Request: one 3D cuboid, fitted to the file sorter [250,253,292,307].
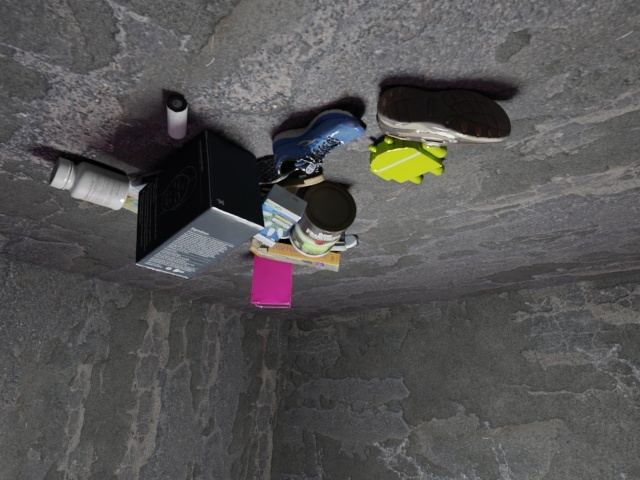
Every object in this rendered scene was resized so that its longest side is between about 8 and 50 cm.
[{"bbox_3d":[-0.251,0.209,2.364,0.202,0.291,0.182,2,162,-1],"label":"file sorter"}]

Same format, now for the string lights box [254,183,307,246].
[{"bbox_3d":[-0.170,-0.085,1.587,0.133,0.077,0.259,30,145,-15],"label":"string lights box"}]

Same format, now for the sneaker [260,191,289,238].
[{"bbox_3d":[-0.186,-0.096,1.773,0.127,0.126,0.321,-8,156,39],"label":"sneaker"}]

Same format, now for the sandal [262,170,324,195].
[{"bbox_3d":[-0.094,-0.179,1.568,0.239,0.088,0.079,-10,118,19],"label":"sandal"}]

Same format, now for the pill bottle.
[{"bbox_3d":[-0.805,-0.201,1.539,0.229,0.131,0.131,20,153,-40],"label":"pill bottle"}]

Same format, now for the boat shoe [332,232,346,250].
[{"bbox_3d":[0.000,0.000,2.064,0.302,0.091,0.114,1,175,38],"label":"boat shoe"}]

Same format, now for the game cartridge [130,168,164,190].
[{"bbox_3d":[-0.522,-0.199,1.635,0.297,0.062,0.198,-8,153,25],"label":"game cartridge"}]

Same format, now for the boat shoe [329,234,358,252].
[{"bbox_3d":[0.080,0.025,2.154,0.228,0.080,0.076,-16,153,21],"label":"boat shoe"}]

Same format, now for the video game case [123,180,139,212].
[{"bbox_3d":[-0.735,-0.165,1.778,0.206,0.026,0.227,-10,157,29],"label":"video game case"}]

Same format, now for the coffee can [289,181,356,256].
[{"bbox_3d":[0.002,-0.074,1.700,0.201,0.202,0.275,7,158,-13],"label":"coffee can"}]

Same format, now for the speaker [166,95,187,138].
[{"bbox_3d":[-0.403,-0.343,1.237,0.055,0.055,0.136,7,159,-15],"label":"speaker"}]

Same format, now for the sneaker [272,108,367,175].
[{"bbox_3d":[-0.006,-0.266,1.281,0.329,0.147,0.129,-16,153,38],"label":"sneaker"}]

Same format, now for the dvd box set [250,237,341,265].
[{"bbox_3d":[-0.111,0.075,2.148,0.420,0.062,0.307,10,171,4],"label":"dvd box set"}]

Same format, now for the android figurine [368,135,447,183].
[{"bbox_3d":[0.269,-0.259,1.405,0.272,0.056,0.248,18,154,-38],"label":"android figurine"}]

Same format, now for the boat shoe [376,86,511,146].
[{"bbox_3d":[0.320,-0.320,1.174,0.355,0.133,0.130,11,169,-1],"label":"boat shoe"}]

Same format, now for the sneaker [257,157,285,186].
[{"bbox_3d":[-0.198,-0.229,1.528,0.234,0.084,0.097,-10,-178,29],"label":"sneaker"}]

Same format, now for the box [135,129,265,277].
[{"bbox_3d":[-0.398,-0.103,1.427,0.395,0.294,0.212,-30,146,31],"label":"box"}]
